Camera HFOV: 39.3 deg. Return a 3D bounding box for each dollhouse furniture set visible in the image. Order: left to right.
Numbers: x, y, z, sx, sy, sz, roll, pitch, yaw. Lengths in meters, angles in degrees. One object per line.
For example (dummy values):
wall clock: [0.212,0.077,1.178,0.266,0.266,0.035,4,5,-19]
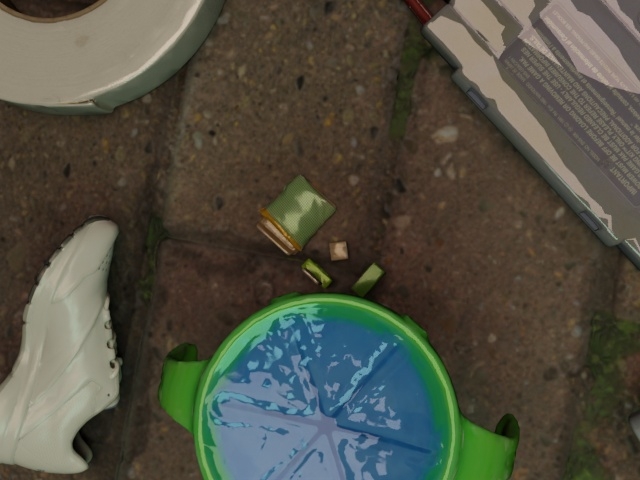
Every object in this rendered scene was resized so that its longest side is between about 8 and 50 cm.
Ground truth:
dollhouse furniture set: [0.000,0.000,0.959,0.152,0.058,0.076,43,94,7]

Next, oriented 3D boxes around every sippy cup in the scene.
sippy cup: [0.017,0.164,0.869,0.240,0.224,0.305,-43,84,4]

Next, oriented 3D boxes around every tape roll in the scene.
tape roll: [-0.288,-0.335,1.003,0.392,0.072,0.391,0,89,7]

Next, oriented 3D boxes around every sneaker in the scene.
sneaker: [-0.270,0.116,0.985,0.129,0.111,0.297,18,95,-8]

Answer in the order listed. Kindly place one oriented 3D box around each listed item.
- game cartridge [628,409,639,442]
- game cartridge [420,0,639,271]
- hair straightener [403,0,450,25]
game cartridge: [0.456,0.248,0.843,0.198,0.062,0.297,-33,90,22]
game cartridge: [0.298,-0.158,0.911,0.230,0.068,0.355,-42,91,9]
hair straightener: [0.098,-0.317,0.969,0.089,0.047,0.230,-40,79,5]
